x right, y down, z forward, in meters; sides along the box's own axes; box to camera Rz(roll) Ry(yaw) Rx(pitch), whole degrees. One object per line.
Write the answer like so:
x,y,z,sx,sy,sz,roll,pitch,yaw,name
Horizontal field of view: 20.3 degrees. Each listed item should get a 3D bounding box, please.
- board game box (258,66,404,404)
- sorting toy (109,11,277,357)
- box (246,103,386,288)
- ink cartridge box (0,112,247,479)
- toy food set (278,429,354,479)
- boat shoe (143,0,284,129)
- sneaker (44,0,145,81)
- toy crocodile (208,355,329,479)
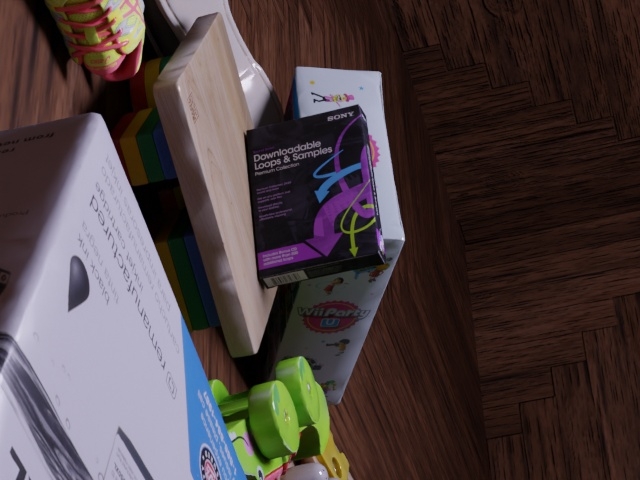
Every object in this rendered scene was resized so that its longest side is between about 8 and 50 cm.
0.000,0.000,1.876,0.303,0.097,0.224,109,-20,-50,board game box
-0.117,-0.052,1.649,0.255,0.089,0.257,-75,151,-68,sorting toy
-0.006,-0.043,1.664,0.029,0.116,0.162,59,21,-59,box
-0.170,0.161,0.891,0.395,0.166,0.285,-81,156,-57,ink cartridge box
0.044,0.300,2.001,0.306,0.092,0.219,62,17,-20,toy food set
-0.138,-0.223,1.783,0.112,0.095,0.335,-41,123,-36,boat shoe
-0.183,-0.186,1.467,0.208,0.081,0.094,37,44,-75,sneaker
-0.065,0.177,1.595,0.340,0.115,0.105,-28,101,-79,toy crocodile
